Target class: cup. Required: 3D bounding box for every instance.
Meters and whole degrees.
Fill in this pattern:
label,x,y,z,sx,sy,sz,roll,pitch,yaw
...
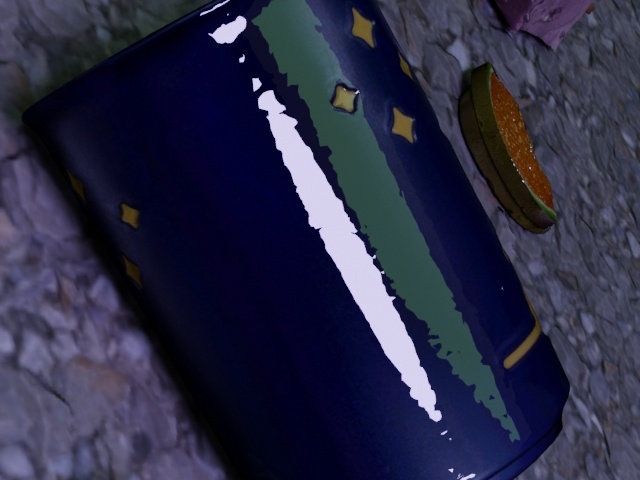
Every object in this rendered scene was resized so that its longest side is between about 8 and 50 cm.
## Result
label,x,y,z,sx,sy,sz,roll,pitch,yaw
cup,0.014,-0.006,0.762,0.256,0.178,0.255,61,34,-7

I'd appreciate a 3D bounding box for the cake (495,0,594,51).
label,x,y,z,sx,sy,sz,roll,pitch,yaw
cake,0.154,-0.312,1.246,0.116,0.113,0.295,-10,70,-58

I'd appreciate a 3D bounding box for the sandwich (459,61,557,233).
label,x,y,z,sx,sy,sz,roll,pitch,yaw
sandwich,0.136,-0.069,1.107,0.067,0.029,0.135,-3,69,-61
